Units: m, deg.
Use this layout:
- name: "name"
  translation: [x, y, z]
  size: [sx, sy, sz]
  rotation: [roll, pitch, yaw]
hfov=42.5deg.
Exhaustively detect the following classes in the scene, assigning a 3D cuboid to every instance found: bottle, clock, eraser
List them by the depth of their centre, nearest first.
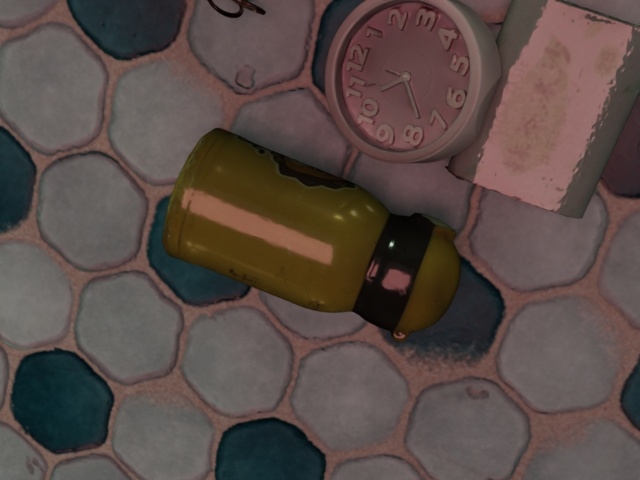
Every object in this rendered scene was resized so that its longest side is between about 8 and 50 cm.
- name: "clock"
  translation: [0.104, -0.187, 0.948]
  size: [0.197, 0.068, 0.196]
  rotation: [4, 98, 32]
- name: "eraser"
  translation: [0.265, -0.157, 0.954]
  size: [0.174, 0.081, 0.226]
  rotation: [21, 110, 7]
- name: "bottle"
  translation: [0.000, 0.000, 1.009]
  size: [0.352, 0.171, 0.171]
  rotation: [21, 108, 2]

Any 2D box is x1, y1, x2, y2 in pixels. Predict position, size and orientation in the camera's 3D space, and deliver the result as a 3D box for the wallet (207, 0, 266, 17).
- name: "wallet"
  translation: [-0.161, -0.450, 0.961]
  size: [0.335, 0.068, 0.274]
  rotation: [29, 108, 0]
